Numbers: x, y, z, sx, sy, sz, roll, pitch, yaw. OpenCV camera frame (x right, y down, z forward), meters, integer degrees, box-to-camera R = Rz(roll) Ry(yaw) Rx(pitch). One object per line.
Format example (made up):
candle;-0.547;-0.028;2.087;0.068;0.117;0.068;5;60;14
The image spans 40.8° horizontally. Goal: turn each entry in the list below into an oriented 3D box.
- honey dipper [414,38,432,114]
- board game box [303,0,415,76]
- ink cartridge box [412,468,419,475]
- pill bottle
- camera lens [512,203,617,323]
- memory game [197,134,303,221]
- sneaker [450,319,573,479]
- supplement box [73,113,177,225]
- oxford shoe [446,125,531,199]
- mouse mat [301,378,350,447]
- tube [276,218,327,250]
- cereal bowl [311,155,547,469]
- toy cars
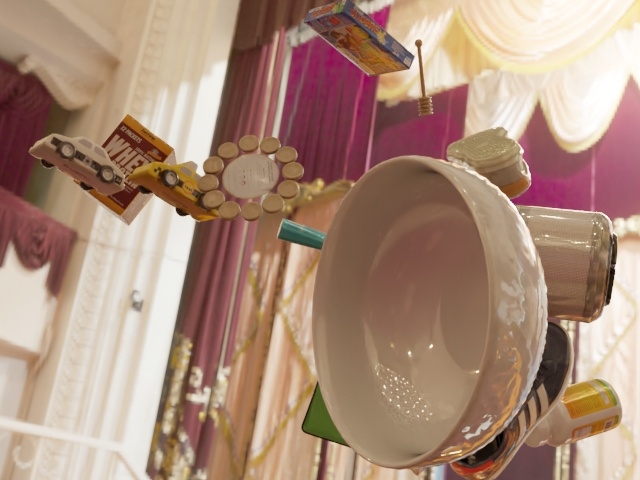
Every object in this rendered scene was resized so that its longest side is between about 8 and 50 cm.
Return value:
honey dipper;0.217;-0.350;1.843;0.030;0.161;0.030;-8;9;1
board game box;0.080;-0.414;1.773;0.201;0.035;0.136;33;-16;-33
ink cartridge box;0.276;0.501;2.250;0.127;0.176;0.128;46;-15;21
pill bottle;0.619;0.438;2.162;0.245;0.137;0.136;-11;-14;-21
camera lens;0.440;0.043;1.716;0.274;0.220;0.219;7;-21;15
memory game;-0.119;-0.108;1.467;0.186;0.186;0.012;4;-34;11
sneaker;0.355;0.300;1.630;0.131;0.350;0.148;28;-3;38
supplement box;-0.436;-0.154;1.948;0.129;0.191;0.194;37;-9;-2
oxford shoe;0.415;-0.192;2.125;0.169;0.130;0.449;-25;14;6
mouse mat;0.059;0.322;1.718;0.152;0.190;0.007;19;14;-2
tube;0.000;0.000;2.076;0.207;0.080;0.052;17;-63;-5
cereal bowl;0.129;0.080;0.951;0.141;0.339;0.339;7;-18;-28
toy cars;-0.379;-0.142;1.725;0.393;0.087;0.176;15;-23;4
